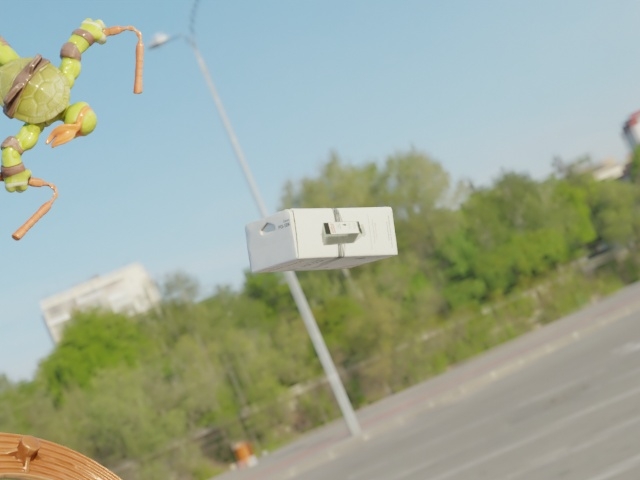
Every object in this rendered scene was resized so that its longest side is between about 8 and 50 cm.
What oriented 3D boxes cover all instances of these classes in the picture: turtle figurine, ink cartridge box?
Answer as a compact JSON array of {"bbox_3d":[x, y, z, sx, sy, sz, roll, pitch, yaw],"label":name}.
[{"bbox_3d":[-0.331,-0.153,1.502,0.269,0.217,0.087,-62,-7,-9],"label":"turtle figurine"},{"bbox_3d":[0.000,0.000,1.515,0.135,0.056,0.099,-2,-9,-35],"label":"ink cartridge box"}]

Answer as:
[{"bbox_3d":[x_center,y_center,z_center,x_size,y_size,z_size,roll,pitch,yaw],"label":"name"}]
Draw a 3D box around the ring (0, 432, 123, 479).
[{"bbox_3d":[-0.267,0.307,1.352,0.336,0.336,0.032,-16,-35,-58],"label":"ring"}]
